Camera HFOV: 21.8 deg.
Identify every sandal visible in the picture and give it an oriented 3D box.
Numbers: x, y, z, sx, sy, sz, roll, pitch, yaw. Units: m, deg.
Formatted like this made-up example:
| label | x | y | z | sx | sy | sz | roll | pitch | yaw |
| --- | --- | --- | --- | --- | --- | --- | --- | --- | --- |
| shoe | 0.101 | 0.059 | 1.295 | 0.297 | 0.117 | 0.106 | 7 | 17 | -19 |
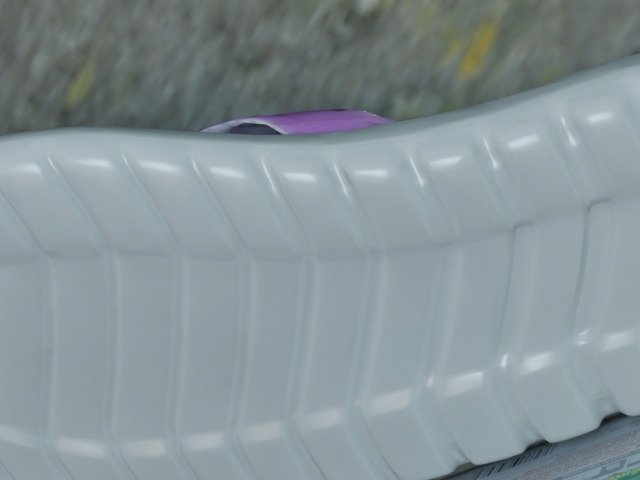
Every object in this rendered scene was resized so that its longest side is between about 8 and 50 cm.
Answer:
| label | x | y | z | sx | sy | sz | roll | pitch | yaw |
| --- | --- | --- | --- | --- | --- | --- | --- | --- | --- |
| sandal | 0.002 | 0.014 | 0.631 | 0.416 | 0.102 | 0.169 | -6 | 115 | 8 |

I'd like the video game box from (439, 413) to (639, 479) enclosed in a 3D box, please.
| label | x | y | z | sx | sy | sz | roll | pitch | yaw |
| --- | --- | --- | --- | --- | --- | --- | --- | --- | --- |
| video game box | 0.106 | 0.103 | 0.559 | 0.205 | 0.187 | 0.048 | -24 | 93 | 23 |
